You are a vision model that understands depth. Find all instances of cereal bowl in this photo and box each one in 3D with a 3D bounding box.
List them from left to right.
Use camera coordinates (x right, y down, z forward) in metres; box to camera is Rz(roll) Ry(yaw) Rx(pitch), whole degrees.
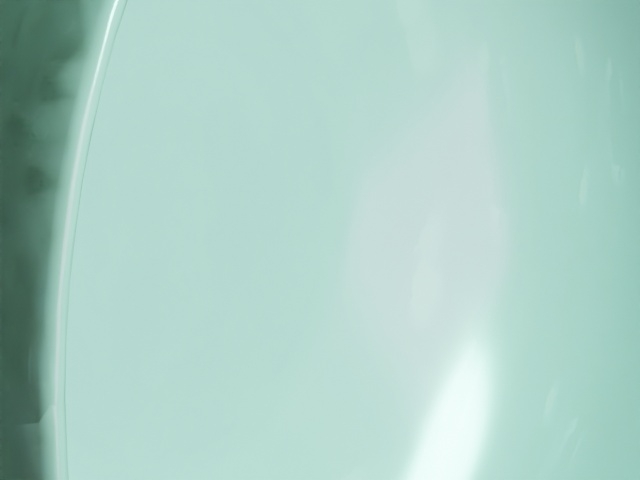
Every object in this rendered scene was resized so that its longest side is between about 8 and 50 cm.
[{"bbox_3d":[0.000,0.000,0.533,0.339,0.141,0.339,-12,105,-52],"label":"cereal bowl"}]
